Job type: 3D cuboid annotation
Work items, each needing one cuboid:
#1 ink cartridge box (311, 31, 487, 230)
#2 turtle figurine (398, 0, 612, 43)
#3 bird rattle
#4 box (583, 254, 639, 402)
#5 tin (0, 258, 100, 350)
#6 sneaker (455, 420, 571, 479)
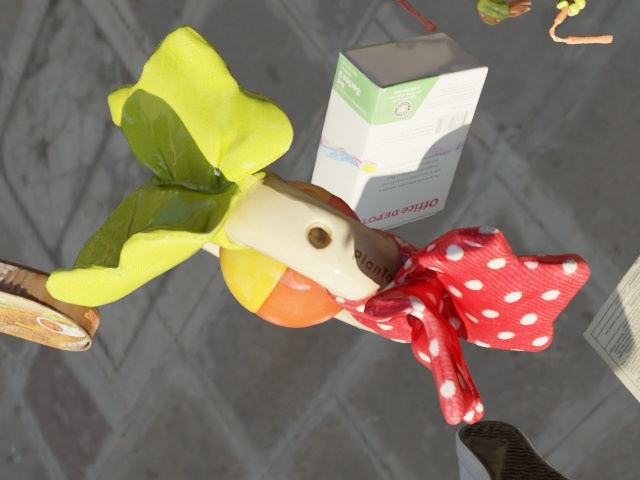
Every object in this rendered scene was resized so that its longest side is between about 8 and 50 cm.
[{"bbox_3d":[0.085,-0.120,1.288,0.093,0.154,0.212,46,140,37],"label":"ink cartridge box"},{"bbox_3d":[0.234,-0.342,1.317,0.269,0.087,0.217,15,120,6],"label":"turtle figurine"},{"bbox_3d":[0.000,0.000,0.584,0.207,0.253,0.143,156,133,-82],"label":"bird rattle"},{"bbox_3d":[0.459,0.163,1.250,0.311,0.121,0.148,55,134,33],"label":"box"},{"bbox_3d":[-0.290,0.050,1.010,0.189,0.040,0.106,15,157,12],"label":"tin"},{"bbox_3d":[0.204,0.290,1.096,0.290,0.106,0.123,-106,13,-74],"label":"sneaker"}]
